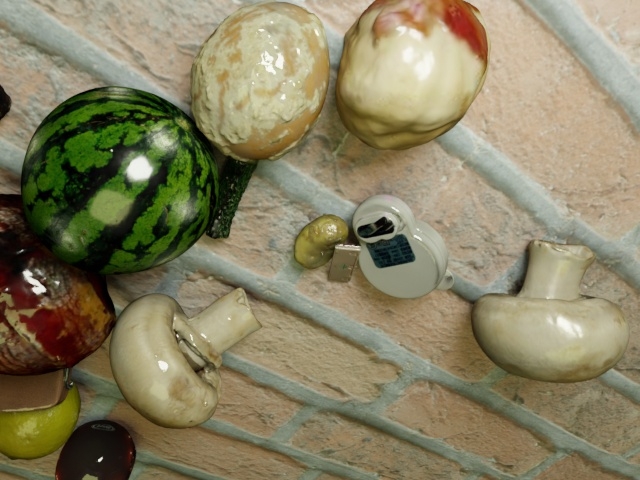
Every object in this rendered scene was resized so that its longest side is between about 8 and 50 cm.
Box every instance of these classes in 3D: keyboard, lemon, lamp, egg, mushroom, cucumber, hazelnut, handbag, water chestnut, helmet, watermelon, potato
[{"bbox_3d":[0.049,0.047,0.923,0.055,0.017,0.166,6,153,-2],"label":"keyboard"},{"bbox_3d":[-0.674,0.411,1.070,0.184,0.184,0.249,28,99,-20],"label":"lemon"},{"bbox_3d":[0.156,0.010,0.895,0.179,0.108,0.246,-15,119,32],"label":"lamp"},{"bbox_3d":[-0.086,-0.236,0.675,0.203,0.203,0.245,32,105,-21],"label":"egg"},{"bbox_3d":[0.471,0.143,0.943,0.297,0.297,0.290,3,86,-5],"label":"mushroom"},{"bbox_3d":[-0.174,-0.084,0.852,0.058,0.058,0.187,20,121,-15],"label":"cucumber"},{"bbox_3d":[0.124,-0.259,0.678,0.241,0.261,0.261,37,118,12],"label":"hazelnut"},{"bbox_3d":[-0.620,0.274,0.982,0.151,0.194,0.072,7,165,-11],"label":"handbag"},{"bbox_3d":[-0.508,0.065,0.819,0.302,0.350,0.351,-36,129,-30],"label":"water chestnut"},{"bbox_3d":[-0.603,0.598,1.202,0.189,0.193,0.216,13,92,-10],"label":"helmet"},{"bbox_3d":[-0.304,-0.093,0.703,0.284,0.285,0.285,-1,123,-2],"label":"watermelon"},{"bbox_3d":[-0.263,0.225,0.929,0.289,0.292,0.293,-28,122,-6],"label":"mushroom"},{"bbox_3d":[0.000,0.000,0.902,0.091,0.070,0.138,17,133,-36],"label":"potato"}]

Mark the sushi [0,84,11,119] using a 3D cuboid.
[{"bbox_3d":[-0.591,-0.225,0.721,0.150,0.078,0.091,6,122,-8],"label":"sushi"}]
